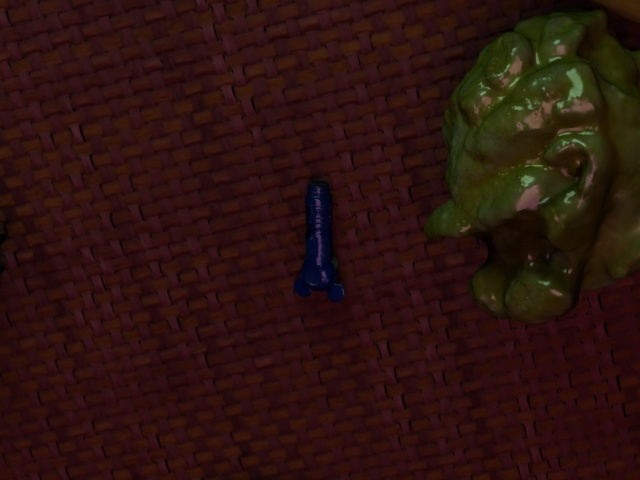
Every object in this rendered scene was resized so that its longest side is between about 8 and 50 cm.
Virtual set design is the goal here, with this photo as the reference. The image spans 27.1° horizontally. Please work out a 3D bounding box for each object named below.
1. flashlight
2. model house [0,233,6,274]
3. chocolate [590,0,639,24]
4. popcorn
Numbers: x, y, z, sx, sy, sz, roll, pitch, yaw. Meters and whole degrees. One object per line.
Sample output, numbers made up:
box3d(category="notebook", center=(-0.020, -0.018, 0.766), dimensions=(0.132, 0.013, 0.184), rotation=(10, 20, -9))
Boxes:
box3d(category="flashlight", center=(0.000, 0.000, 1.307), dimensions=(0.057, 0.035, 0.121), rotation=(8, 108, 27))
box3d(category="model house", center=(-0.507, 0.106, 1.280), dimensions=(0.329, 0.252, 0.295), rotation=(17, 111, 4))
box3d(category="chocolate", center=(0.258, -0.280, 1.126), dimensions=(0.445, 0.162, 0.162), rotation=(27, 110, -9))
box3d(category="popcorn", center=(0.213, -0.074, 1.175), dimensions=(0.241, 0.235, 0.250), rotation=(-29, 99, -30))
